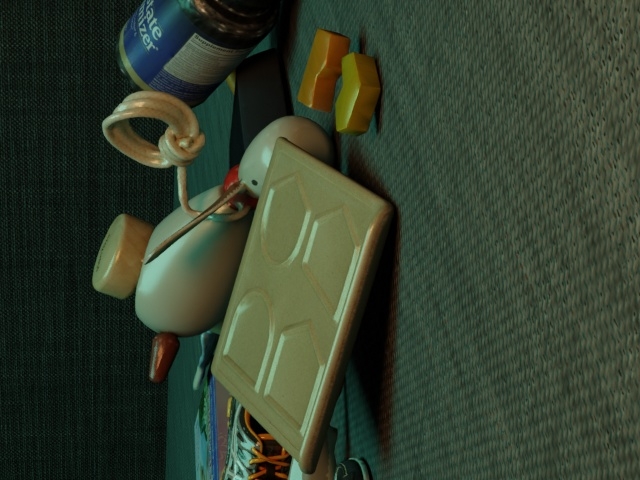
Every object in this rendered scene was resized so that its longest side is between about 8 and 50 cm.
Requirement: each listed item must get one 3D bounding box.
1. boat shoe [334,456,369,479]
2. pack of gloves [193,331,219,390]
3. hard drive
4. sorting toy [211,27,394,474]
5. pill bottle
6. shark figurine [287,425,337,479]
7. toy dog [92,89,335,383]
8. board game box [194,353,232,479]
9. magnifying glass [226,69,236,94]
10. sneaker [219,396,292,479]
[{"bbox_3d":[0.021,0.208,1.188,0.125,0.038,0.046,-110,22,-64],"label":"boat shoe"},{"bbox_3d":[-0.126,0.059,1.856,0.232,0.046,0.195,112,179,-68],"label":"pack of gloves"},{"bbox_3d":[-0.063,-0.067,1.642,0.172,0.054,0.255,99,167,-47],"label":"hard drive"},{"bbox_3d":[0.000,0.000,1.189,0.229,0.041,0.307,39,115,62],"label":"sorting toy"},{"bbox_3d":[-0.118,-0.239,1.609,0.219,0.123,0.123,-40,47,48],"label":"pill bottle"},{"bbox_3d":[-0.035,0.223,1.319,0.166,0.116,0.278,-116,25,-67],"label":"shark figurine"},{"bbox_3d":[-0.105,0.022,1.423,0.334,0.220,0.161,106,170,-59],"label":"toy dog"},{"bbox_3d":[-0.115,0.343,1.953,0.318,0.066,0.319,109,159,-65],"label":"board game box"},{"bbox_3d":[-0.118,-0.231,1.751,0.231,0.026,0.092,64,169,-15],"label":"magnifying glass"},{"bbox_3d":[-0.061,0.234,1.579,0.083,0.084,0.215,134,134,-64],"label":"sneaker"}]
